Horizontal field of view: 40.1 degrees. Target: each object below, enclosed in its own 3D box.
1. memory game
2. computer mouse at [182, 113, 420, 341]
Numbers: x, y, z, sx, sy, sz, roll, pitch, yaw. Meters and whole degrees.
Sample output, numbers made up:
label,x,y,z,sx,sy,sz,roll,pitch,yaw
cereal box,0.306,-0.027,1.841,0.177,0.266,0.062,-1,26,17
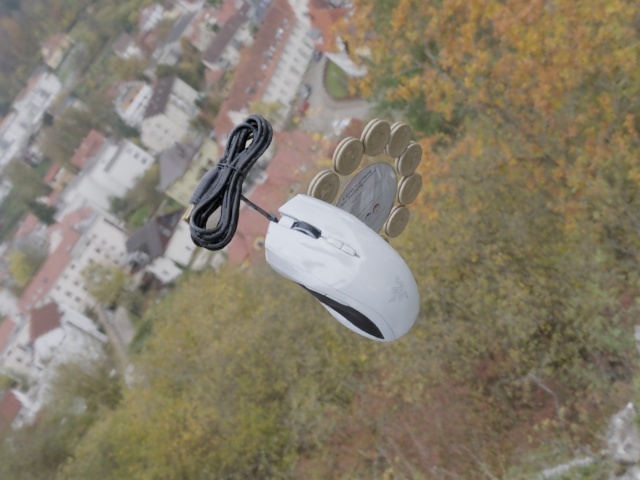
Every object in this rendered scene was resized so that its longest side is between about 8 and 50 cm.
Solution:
label,x,y,z,sx,sy,sz,roll,pitch,yaw
memory game,0.040,-0.032,0.855,0.012,0.186,0.186,31,85,33
computer mouse,0.000,0.000,0.633,0.106,0.193,0.042,-61,11,-27
